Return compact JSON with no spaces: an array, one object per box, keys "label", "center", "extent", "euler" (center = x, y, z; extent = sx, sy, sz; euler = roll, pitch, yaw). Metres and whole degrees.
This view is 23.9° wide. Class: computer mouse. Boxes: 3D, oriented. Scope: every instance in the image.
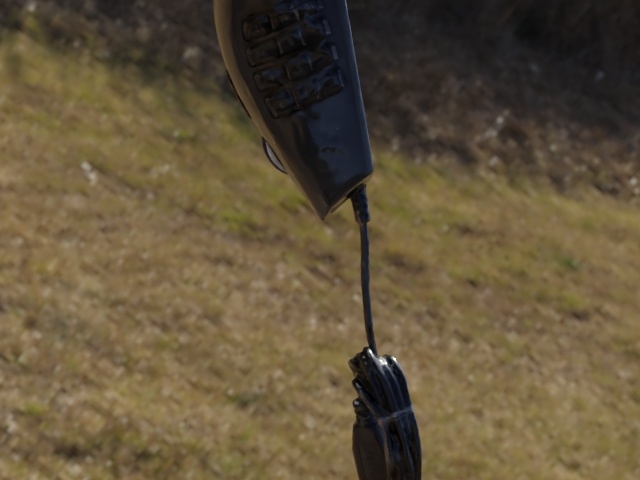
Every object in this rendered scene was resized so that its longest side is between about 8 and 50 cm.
[{"label":"computer mouse","center":[0.000,0.000,0.509],"extent":[0.071,0.041,0.242],"euler":[-115,-166,-76]}]
